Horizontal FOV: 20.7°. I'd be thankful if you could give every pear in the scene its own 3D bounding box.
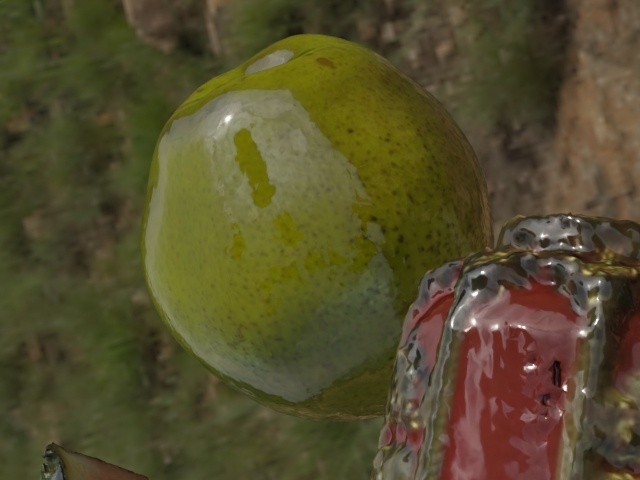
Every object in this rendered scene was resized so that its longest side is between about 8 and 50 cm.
[{"bbox_3d":[0.000,0.000,1.313,0.294,0.294,0.294,34,133,47],"label":"pear"}]

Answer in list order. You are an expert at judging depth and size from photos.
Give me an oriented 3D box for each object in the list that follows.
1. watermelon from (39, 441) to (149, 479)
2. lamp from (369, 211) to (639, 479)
[{"bbox_3d":[-0.062,0.151,0.678,0.069,0.163,0.087,-38,46,16],"label":"watermelon"},{"bbox_3d":[0.103,0.126,0.773,0.177,0.177,0.274,2,78,58],"label":"lamp"}]
